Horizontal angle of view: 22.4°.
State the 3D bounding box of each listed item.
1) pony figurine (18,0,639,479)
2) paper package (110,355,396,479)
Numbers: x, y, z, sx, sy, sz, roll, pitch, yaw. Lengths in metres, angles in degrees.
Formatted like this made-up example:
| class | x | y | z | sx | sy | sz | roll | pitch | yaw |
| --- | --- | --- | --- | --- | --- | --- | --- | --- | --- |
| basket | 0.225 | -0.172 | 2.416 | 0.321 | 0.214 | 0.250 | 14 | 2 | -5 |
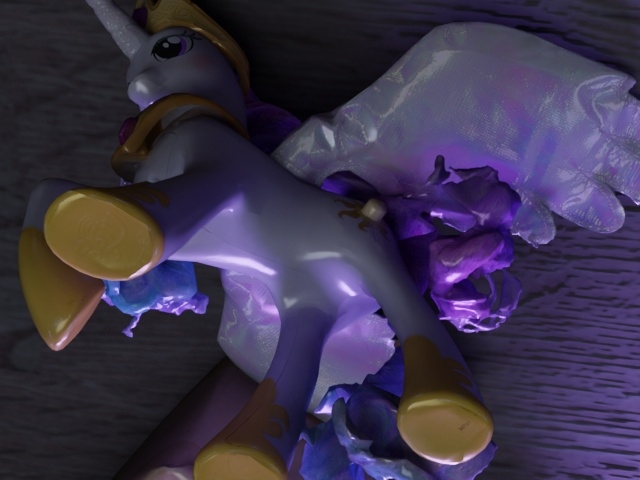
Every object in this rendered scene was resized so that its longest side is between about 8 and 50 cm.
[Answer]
| class | x | y | z | sx | sy | sz | roll | pitch | yaw |
| --- | --- | --- | --- | --- | --- | --- | --- | --- | --- |
| pony figurine | 0.000 | 0.000 | 0.887 | 0.351 | 0.363 | 0.303 | 30 | 114 | -15 |
| paper package | -0.045 | 0.285 | 1.103 | 0.309 | 0.168 | 0.325 | 39 | 120 | -3 |
